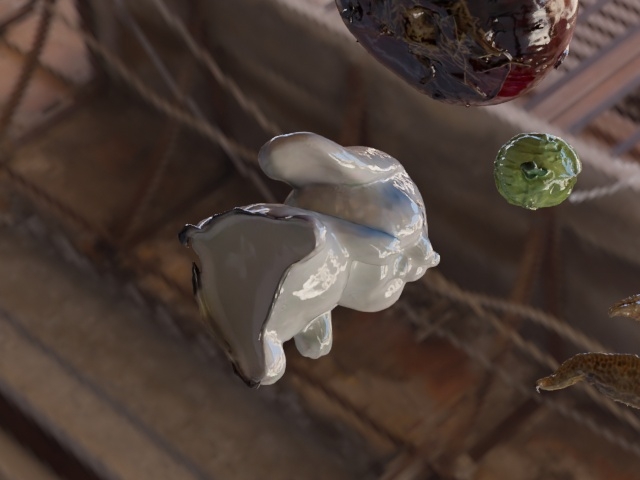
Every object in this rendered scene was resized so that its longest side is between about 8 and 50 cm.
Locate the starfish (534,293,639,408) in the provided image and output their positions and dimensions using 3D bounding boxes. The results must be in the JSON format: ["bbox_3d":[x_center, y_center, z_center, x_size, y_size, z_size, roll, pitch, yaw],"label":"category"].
[{"bbox_3d":[0.336,0.146,1.627,0.277,0.062,0.236,-6,-60,27],"label":"starfish"}]

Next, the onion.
[{"bbox_3d":[0.152,-0.297,1.987,0.314,0.232,0.314,26,-41,25],"label":"onion"}]

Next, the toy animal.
[{"bbox_3d":[-0.014,0.013,1.859,0.174,0.249,0.289,42,16,27],"label":"toy animal"}]

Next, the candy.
[{"bbox_3d":[0.226,-0.074,1.886,0.093,0.092,0.335,35,6,5],"label":"candy"}]
